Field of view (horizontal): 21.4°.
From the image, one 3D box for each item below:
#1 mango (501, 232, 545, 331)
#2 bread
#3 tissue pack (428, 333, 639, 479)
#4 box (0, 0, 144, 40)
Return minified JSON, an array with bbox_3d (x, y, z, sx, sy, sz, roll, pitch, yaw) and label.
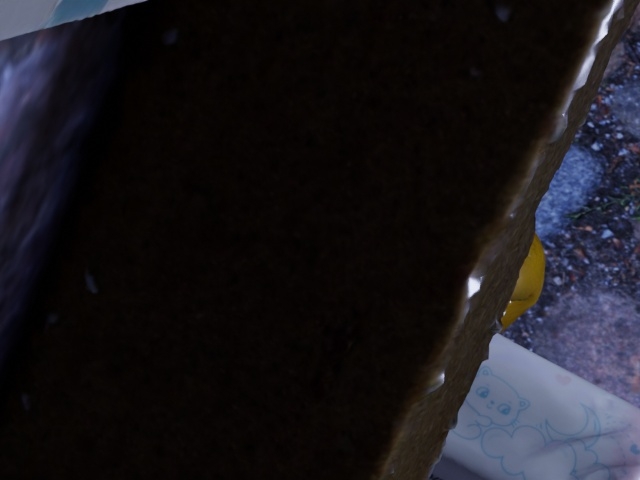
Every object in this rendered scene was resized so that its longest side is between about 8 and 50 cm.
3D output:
[{"bbox_3d":[0.106,0.048,1.443,0.248,0.156,0.151,98,-15,-58],"label":"mango"},{"bbox_3d":[0.000,-0.015,0.615,0.416,0.165,0.113,-66,165,19],"label":"bread"},{"bbox_3d":[0.085,0.137,1.168,0.124,0.271,0.201,-57,169,-23],"label":"tissue pack"},{"bbox_3d":[-0.027,-0.193,0.261,0.343,0.065,0.200,-67,170,20],"label":"box"}]
